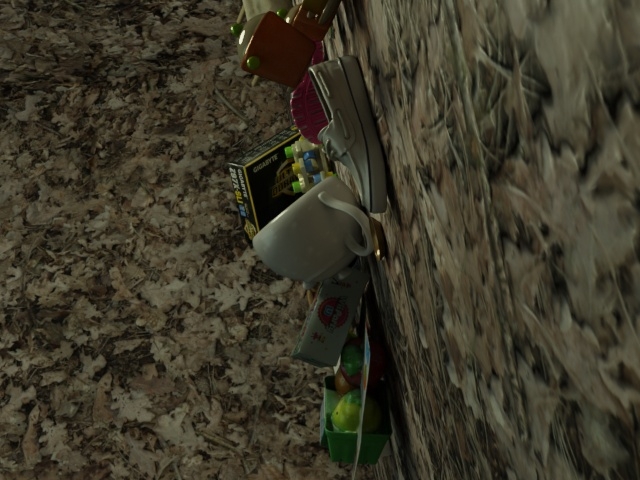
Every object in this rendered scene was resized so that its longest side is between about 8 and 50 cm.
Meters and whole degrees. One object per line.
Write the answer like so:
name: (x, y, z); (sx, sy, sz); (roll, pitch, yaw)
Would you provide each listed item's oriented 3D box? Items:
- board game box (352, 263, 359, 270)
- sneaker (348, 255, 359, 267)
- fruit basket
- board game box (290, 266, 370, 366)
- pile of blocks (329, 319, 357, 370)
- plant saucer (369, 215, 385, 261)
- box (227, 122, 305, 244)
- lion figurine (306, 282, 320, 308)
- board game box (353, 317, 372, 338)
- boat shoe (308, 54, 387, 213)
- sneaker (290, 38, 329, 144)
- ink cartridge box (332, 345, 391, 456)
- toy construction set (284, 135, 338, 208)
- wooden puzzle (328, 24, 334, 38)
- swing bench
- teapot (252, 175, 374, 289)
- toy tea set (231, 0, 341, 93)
board game box: (0.088, 0.079, 2.069); (0.090, 0.020, 0.090); (83, 174, -64)
sneaker: (0.028, 0.021, 1.856); (0.121, 0.079, 0.216); (-53, -27, -31)
fruit basket: (0.078, 0.325, 1.864); (0.327, 0.166, 0.352); (-90, -2, -66)
board game box: (0.018, 0.186, 1.907); (0.303, 0.098, 0.223); (122, 170, -78)
pile of blocks: (0.090, 0.315, 2.510); (0.113, 0.149, 0.362); (35, -171, 0)
plant saucer: (0.103, -0.004, 1.433); (0.083, 0.015, 0.083); (168, 90, -87)
box: (-0.109, -0.167, 2.296); (0.079, 0.322, 0.257); (15, 127, 36)
lion figurine: (0.022, 0.109, 2.398); (0.392, 0.142, 0.240); (22, -118, -88)
board game box: (0.121, 0.258, 2.117); (0.168, 0.033, 0.133); (-61, -46, -86)
boat shoe: (0.040, -0.163, 1.246); (0.096, 0.088, 0.267); (92, 166, -78)
sneaker: (-0.016, -0.321, 1.720); (0.111, 0.103, 0.252); (72, -168, -77)
ink cartridge box: (0.113, 0.461, 2.284); (0.198, 0.115, 0.272); (-108, 7, -69)
toy construction set: (-0.024, -0.158, 2.166); (0.327, 0.151, 0.214); (104, 155, -59)
wooden puzzle: (0.016, -0.408, 1.500); (0.083, 0.006, 0.049); (-108, 6, -63)
swing bench: (-0.143, -0.620, 2.281); (0.254, 0.165, 0.253); (98, 161, -67)
teapot: (0.000, 0.000, 1.646); (0.187, 0.253, 0.256); (51, -167, 0)
toy tea set: (-0.055, -0.343, 1.270); (0.200, 0.124, 0.336); (-63, 5, 5)
